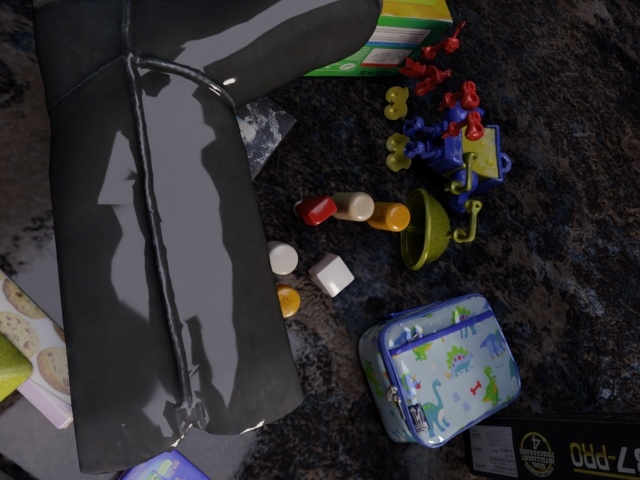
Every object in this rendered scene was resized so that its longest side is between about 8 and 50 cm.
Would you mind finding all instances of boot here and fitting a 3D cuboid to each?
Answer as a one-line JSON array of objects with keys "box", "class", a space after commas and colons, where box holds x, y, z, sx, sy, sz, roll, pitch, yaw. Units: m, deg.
[{"box": [-0.077, -0.045, 0.457, 0.367, 0.146, 0.445, -9, 81, -9], "class": "boot"}]

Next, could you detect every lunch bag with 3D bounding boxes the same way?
[{"box": [0.171, 0.175, 0.644, 0.219, 0.090, 0.176, -11, 76, -29], "class": "lunch bag"}]

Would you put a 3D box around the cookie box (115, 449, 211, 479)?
[{"box": [-0.166, 0.279, 0.476, 0.107, 0.040, 0.092, 45, 60, -6], "class": "cookie box"}]

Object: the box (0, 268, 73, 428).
[{"box": [-0.347, 0.052, 0.451, 0.324, 0.063, 0.067, 48, 60, -5], "class": "box"}]

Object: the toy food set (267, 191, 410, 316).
[{"box": [0.000, 0.000, 0.634, 0.232, 0.104, 0.111, -40, 107, -12], "class": "toy food set"}]

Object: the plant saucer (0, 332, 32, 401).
[{"box": [-0.388, 0.112, 0.372, 0.188, 0.045, 0.188, -44, 95, -15], "class": "plant saucer"}]

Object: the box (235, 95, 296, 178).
[{"box": [-0.144, -0.138, 0.593, 0.156, 0.093, 0.158, 37, 61, -10], "class": "box"}]

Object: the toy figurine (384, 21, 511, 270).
[{"box": [0.249, -0.128, 0.730, 0.217, 0.191, 0.363, 9, 71, -28], "class": "toy figurine"}]

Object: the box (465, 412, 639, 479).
[{"box": [0.435, 0.266, 0.563, 0.318, 0.395, 0.097, 9, 68, -24], "class": "box"}]

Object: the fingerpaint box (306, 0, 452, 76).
[{"box": [-0.065, -0.455, 0.693, 0.444, 0.163, 0.371, -11, 80, -28], "class": "fingerpaint box"}]

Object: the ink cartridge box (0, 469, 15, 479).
[{"box": [-0.320, 0.361, 0.367, 0.239, 0.060, 0.275, 42, 60, -9], "class": "ink cartridge box"}]
